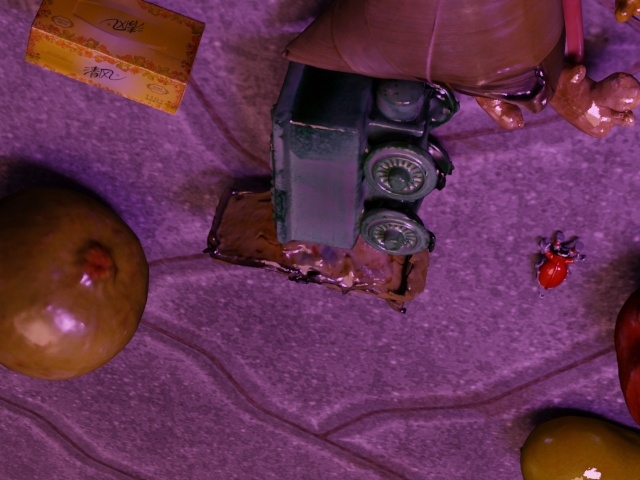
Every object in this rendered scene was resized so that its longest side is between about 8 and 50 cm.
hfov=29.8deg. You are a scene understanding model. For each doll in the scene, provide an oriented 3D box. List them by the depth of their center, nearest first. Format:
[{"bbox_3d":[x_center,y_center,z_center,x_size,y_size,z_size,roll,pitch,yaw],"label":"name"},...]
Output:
[{"bbox_3d":[0.303,0.034,1.565,0.057,0.039,0.114,-2,141,-17],"label":"doll"}]

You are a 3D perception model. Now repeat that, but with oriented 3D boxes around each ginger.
[{"bbox_3d":[0.227,-0.158,1.263,0.176,0.053,0.193,32,155,-12],"label":"ginger"}]

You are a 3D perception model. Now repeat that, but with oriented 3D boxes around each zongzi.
[{"bbox_3d":[0.066,-0.265,1.130,0.317,0.154,0.289,5,138,23],"label":"zongzi"}]

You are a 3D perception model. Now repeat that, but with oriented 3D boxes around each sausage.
[{"bbox_3d":[0.252,-0.223,1.220,0.029,0.029,0.223,1,144,17],"label":"sausage"}]

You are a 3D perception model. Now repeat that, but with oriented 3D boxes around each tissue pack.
[{"bbox_3d":[-0.224,-0.218,1.320,0.176,0.095,0.062,19,144,-9],"label":"tissue pack"}]

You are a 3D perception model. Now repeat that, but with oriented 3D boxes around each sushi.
[{"bbox_3d":[0.001,-0.002,1.554,0.290,0.139,0.131,14,165,0],"label":"sushi"}]

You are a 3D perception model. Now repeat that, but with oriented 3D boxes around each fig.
[{"bbox_3d":[-0.386,0.057,1.636,0.258,0.258,0.326,38,155,-32],"label":"fig"}]

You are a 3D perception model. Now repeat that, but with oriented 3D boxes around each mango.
[{"bbox_3d":[0.445,0.371,1.905,0.273,0.149,0.185,18,144,-16],"label":"mango"}]

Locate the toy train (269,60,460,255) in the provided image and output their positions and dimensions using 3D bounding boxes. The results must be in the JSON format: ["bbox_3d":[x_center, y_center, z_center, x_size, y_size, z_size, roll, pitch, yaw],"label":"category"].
[{"bbox_3d":[0.050,-0.093,1.370,0.201,0.145,0.266,11,145,7],"label":"toy train"}]

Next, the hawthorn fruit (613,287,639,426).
[{"bbox_3d":[0.463,0.146,1.479,0.300,0.254,0.254,26,145,-37],"label":"hawthorn fruit"}]

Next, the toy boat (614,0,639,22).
[{"bbox_3d":[0.428,-0.244,1.080,0.317,0.099,0.141,-1,147,15],"label":"toy boat"}]
